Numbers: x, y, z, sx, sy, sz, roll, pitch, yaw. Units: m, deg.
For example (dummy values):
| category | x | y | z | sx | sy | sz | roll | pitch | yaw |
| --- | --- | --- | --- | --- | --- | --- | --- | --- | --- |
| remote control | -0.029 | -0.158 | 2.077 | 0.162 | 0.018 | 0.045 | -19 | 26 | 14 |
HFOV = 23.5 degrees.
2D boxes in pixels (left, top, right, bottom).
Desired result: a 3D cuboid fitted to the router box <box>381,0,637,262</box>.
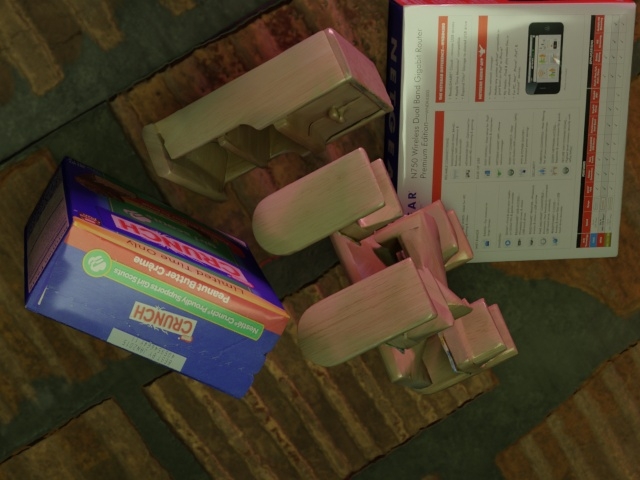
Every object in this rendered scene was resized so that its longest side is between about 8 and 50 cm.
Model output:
| category | x | y | z | sx | sy | sz | roll | pitch | yaw |
| --- | --- | --- | --- | --- | --- | --- | --- | --- | --- |
| router box | 0.235 | -0.142 | 1.956 | 0.301 | 0.082 | 0.335 | -1 | 107 | -10 |

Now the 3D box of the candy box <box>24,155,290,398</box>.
| category | x | y | z | sx | sy | sz | roll | pitch | yaw |
| --- | --- | --- | --- | --- | --- | --- | --- | --- | --- |
| candy box | -0.202 | 0.037 | 1.800 | 0.268 | 0.317 | 0.122 | 26 | 100 | -17 |

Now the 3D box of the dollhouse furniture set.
| category | x | y | z | sx | sy | sz | roll | pitch | yaw |
| --- | --- | --- | --- | --- | --- | --- | --- | --- | --- |
| dollhouse furniture set | 0.000 | 0.000 | 1.770 | 0.256 | 0.362 | 0.394 | -27 | 72 | 15 |
